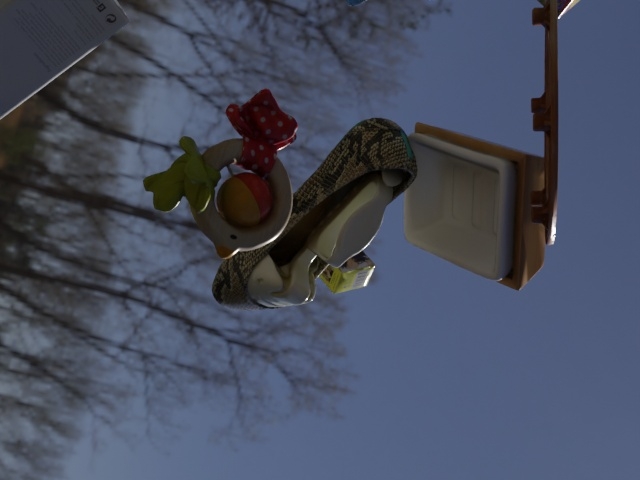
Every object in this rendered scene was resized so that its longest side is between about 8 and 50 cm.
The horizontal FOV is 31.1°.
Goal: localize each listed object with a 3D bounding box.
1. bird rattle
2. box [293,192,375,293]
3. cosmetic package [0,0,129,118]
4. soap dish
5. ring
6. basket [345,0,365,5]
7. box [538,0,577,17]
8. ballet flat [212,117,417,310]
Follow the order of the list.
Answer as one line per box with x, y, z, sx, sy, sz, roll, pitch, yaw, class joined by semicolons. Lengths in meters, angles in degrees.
-0.123;-0.089;1.684;0.143;0.253;0.207;-12;-74;49;bird rattle
0.000;0.000;2.192;0.232;0.087;0.058;47;-47;33;box
-0.527;-0.336;1.896;0.385;0.156;0.217;-36;-143;-1;cosmetic package
0.264;-0.067;1.947;0.291;0.118;0.229;26;-59;54;soap dish
0.282;-0.162;1.458;0.336;0.032;0.336;0;90;-81;ring
0.158;-0.569;2.237;0.289;0.201;0.255;-32;-150;9;basket
0.440;-0.543;1.756;0.279;0.177;0.290;-41;173;-31;box
-0.014;-0.003;2.000;0.483;0.164;0.182;-46;-139;20;ballet flat
